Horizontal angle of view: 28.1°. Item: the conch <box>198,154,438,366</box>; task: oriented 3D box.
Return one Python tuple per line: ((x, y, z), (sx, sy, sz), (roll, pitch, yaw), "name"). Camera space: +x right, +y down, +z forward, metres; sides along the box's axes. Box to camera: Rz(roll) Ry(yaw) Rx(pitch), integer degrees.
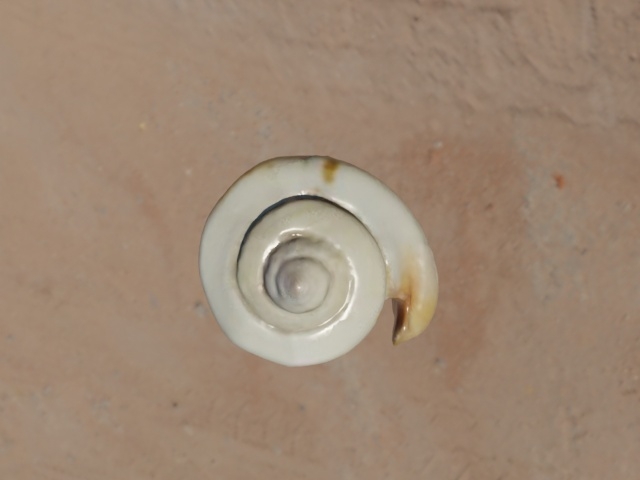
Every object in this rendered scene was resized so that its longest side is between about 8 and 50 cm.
((0.000, -0.010, 0.874), (0.158, 0.255, 0.127), (2, 112, -1), "conch")
